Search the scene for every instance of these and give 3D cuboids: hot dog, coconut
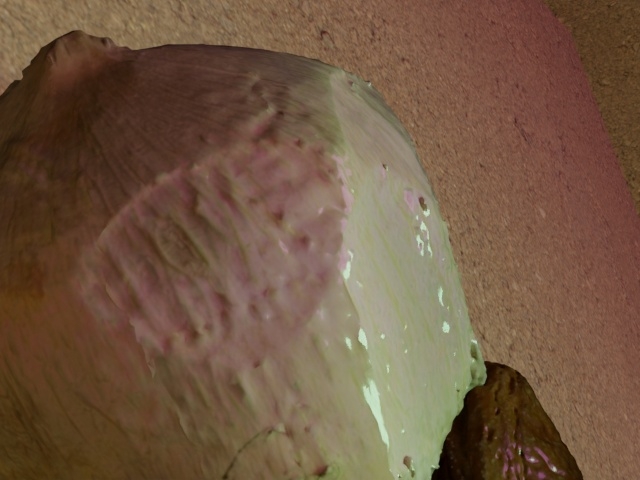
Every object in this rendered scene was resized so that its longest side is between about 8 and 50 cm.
[{"bbox_3d":[0.218,0.319,1.289,0.267,0.174,0.387,98,-31,-60],"label":"hot dog"},{"bbox_3d":[-0.096,0.029,0.812,0.404,0.405,0.404,44,31,-37],"label":"coconut"}]
